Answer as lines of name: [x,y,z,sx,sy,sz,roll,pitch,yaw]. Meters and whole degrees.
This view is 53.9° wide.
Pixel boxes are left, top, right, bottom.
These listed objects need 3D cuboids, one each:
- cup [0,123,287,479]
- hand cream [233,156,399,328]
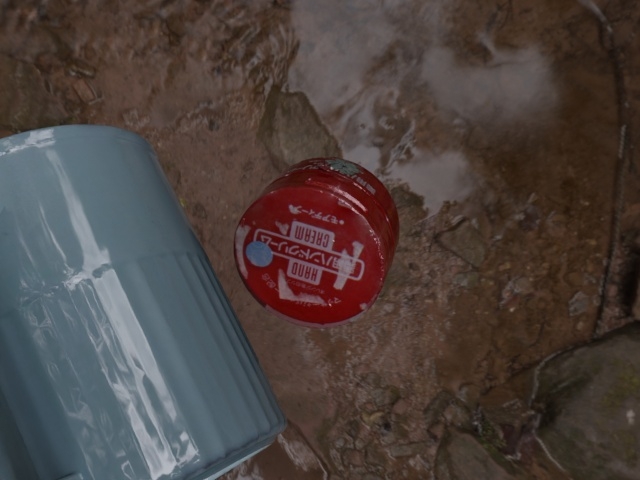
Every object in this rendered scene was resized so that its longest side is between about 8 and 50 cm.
cup: [-0.200,0.084,0.548,0.256,0.331,0.311,-27,75,-14]
hand cream: [0.000,0.000,0.916,0.230,0.149,0.230,6,114,15]
